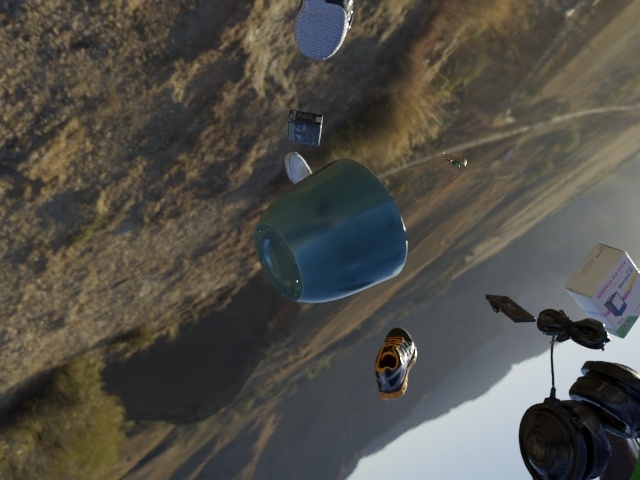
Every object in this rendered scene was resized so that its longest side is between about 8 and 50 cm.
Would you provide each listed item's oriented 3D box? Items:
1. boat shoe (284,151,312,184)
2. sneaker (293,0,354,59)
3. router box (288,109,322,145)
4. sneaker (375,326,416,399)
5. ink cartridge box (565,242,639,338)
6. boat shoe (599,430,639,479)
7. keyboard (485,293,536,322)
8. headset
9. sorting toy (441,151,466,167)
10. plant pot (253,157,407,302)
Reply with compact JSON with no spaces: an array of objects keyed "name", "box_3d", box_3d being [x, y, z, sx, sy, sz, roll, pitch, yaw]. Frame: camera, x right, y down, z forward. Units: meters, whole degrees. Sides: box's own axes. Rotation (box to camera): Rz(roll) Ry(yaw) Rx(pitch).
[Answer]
[{"name":"boat shoe","box_3d":[-0.038,-0.193,2.164,0.076,0.226,0.083,1,-143,48]},{"name":"sneaker","box_3d":[0.026,-0.438,1.083,0.153,0.101,0.268,-82,-169,-70]},{"name":"router box","box_3d":[-0.044,-0.315,1.842,0.092,0.038,0.122,10,160,0]},{"name":"sneaker","box_3d":[0.172,0.269,1.529,0.084,0.083,0.215,-13,-151,19]},{"name":"ink cartridge box","box_3d":[0.759,0.133,1.716,0.154,0.212,0.093,-51,-150,-7]},{"name":"boat shoe","box_3d":[0.700,0.496,1.529,0.123,0.342,0.123,-20,-164,37]},{"name":"keyboard","box_3d":[0.554,0.204,1.961,0.108,0.023,0.180,6,-165,-16]},{"name":"headset","box_3d":[0.427,0.279,0.997,0.243,0.394,0.185,-31,-167,-19]},{"name":"sorting toy","box_3d":[0.315,-0.190,1.556,0.083,0.062,0.012,-44,154,-68]},{"name":"plant pot","box_3d":[0.000,0.000,1.414,0.235,0.293,0.293,-27,164,-27]}]
